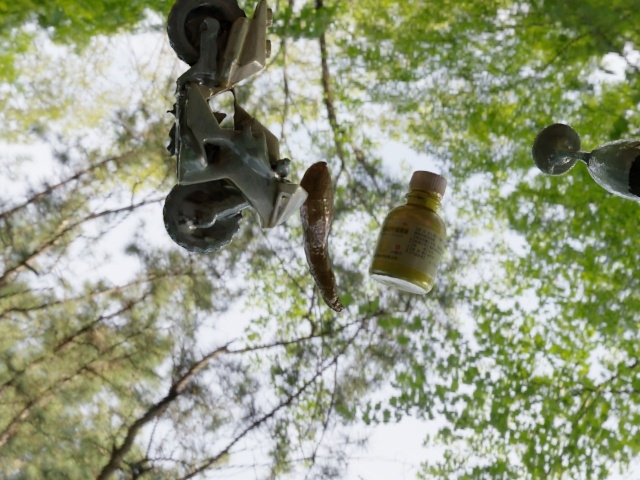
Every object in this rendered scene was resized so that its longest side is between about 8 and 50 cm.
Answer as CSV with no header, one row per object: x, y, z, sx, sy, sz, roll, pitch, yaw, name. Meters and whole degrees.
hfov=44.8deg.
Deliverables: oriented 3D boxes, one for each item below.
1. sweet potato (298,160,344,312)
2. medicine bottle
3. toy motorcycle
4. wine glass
0.000,0.000,1.037,0.050,0.214,0.050,-5,-161,2,sweet potato
0.172,-0.020,1.423,0.121,0.122,0.213,14,-102,18,medicine bottle
-0.073,-0.102,0.689,0.129,0.229,0.094,1,-172,-11,toy motorcycle
0.416,-0.199,1.260,0.096,0.264,0.309,-34,-163,-1,wine glass
